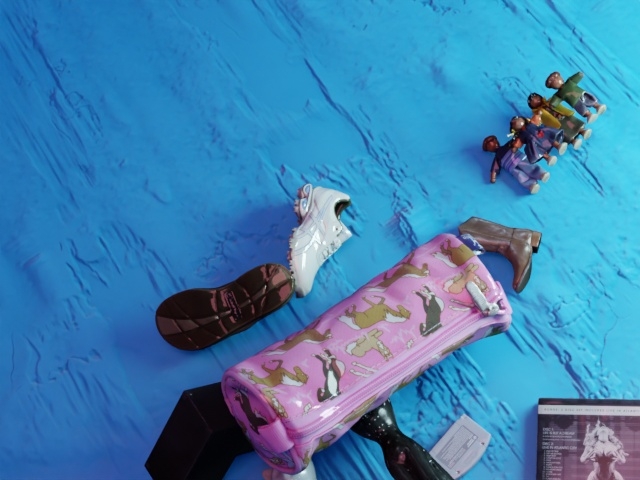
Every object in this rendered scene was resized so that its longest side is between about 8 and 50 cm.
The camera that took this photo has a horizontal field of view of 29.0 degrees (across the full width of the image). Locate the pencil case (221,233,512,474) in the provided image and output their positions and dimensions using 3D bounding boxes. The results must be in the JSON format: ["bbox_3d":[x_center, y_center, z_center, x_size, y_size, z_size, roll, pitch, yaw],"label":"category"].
[{"bbox_3d":[0.060,0.140,1.562,0.386,0.167,0.160,-31,72,-23],"label":"pencil case"}]

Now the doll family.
[{"bbox_3d":[0.310,-0.157,1.756,0.193,0.076,0.111,-45,67,-6],"label":"doll family"}]

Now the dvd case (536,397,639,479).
[{"bbox_3d":[0.352,0.304,1.543,0.165,0.018,0.221,-1,64,15],"label":"dvd case"}]

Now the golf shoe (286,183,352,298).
[{"bbox_3d":[0.000,0.000,1.762,0.086,0.069,0.176,4,66,10],"label":"golf shoe"}]

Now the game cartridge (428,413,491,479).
[{"bbox_3d":[0.180,0.273,1.604,0.056,0.017,0.083,37,78,31],"label":"game cartridge"}]

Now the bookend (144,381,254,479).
[{"bbox_3d":[-0.130,0.261,1.646,0.157,0.156,0.072,-9,49,-42],"label":"bookend"}]

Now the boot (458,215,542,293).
[{"bbox_3d":[0.238,0.018,1.705,0.114,0.037,0.106,14,55,17],"label":"boot"}]

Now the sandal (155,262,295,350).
[{"bbox_3d":[-0.130,0.093,1.744,0.219,0.060,0.090,-26,76,15],"label":"sandal"}]

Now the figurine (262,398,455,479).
[{"bbox_3d":[0.044,0.311,1.584,0.215,0.092,0.209,-36,53,0],"label":"figurine"}]
